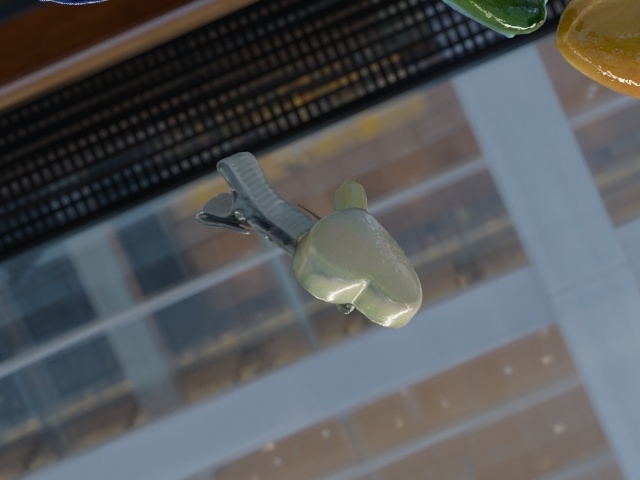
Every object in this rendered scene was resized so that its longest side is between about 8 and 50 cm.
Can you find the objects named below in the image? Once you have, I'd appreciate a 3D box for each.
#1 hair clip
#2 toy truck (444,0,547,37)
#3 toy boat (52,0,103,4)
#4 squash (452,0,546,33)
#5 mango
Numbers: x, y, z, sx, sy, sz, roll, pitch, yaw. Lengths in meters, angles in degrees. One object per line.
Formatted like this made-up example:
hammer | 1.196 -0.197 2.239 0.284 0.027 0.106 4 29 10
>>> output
hair clip | 0.002 -0.002 1.609 0.159 0.218 0.071 -35 156 -52
toy truck | 0.253 -0.405 2.296 0.155 0.156 0.279 33 -93 37
toy boat | -0.185 -0.248 1.558 0.175 0.091 0.110 -23 -166 13
squash | 0.138 -0.329 2.010 0.082 0.292 0.082 -39 163 -14
mango | 0.384 -0.233 1.959 0.257 0.187 0.138 -23 180 -4
